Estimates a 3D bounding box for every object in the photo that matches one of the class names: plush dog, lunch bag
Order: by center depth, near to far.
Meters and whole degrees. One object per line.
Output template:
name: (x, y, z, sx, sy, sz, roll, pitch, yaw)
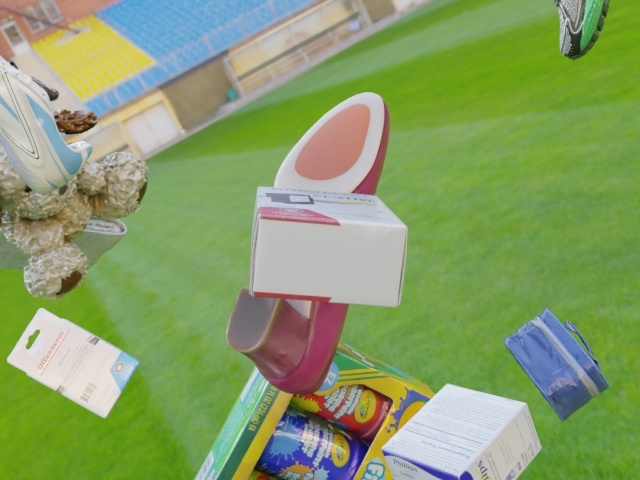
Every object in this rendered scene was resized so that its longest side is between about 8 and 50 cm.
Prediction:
lunch bag: (0.229, 0.115, 0.796, 0.065, 0.067, 0.098, -36, 46, 5)
plush dog: (-0.406, -0.081, 1.192, 0.210, 0.225, 0.262, 25, 65, 19)

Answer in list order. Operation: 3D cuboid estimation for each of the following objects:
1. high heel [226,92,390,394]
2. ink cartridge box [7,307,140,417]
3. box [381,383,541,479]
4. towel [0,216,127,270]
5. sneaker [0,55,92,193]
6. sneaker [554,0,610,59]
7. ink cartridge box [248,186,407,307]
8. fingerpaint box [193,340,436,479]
high heel: (0.010, 0.004, 1.039, 0.127, 0.181, 0.377, 19, 73, 34)
ink cartridge box: (-0.183, 0.091, 0.614, 0.048, 0.083, 0.028, -60, 4, -11)
box: (0.168, 0.248, 0.980, 0.137, 0.072, 0.126, -36, 24, -32)
towel: (-0.508, -0.002, 1.445, 0.282, 0.049, 0.187, 11, -34, -42)
sneaker: (-0.326, -0.156, 0.831, 0.086, 0.237, 0.085, -47, 33, -23)
sneaker: (0.377, -0.456, 1.296, 0.146, 0.344, 0.134, -7, 8, 16)
ink cartridge box: (0.000, 0.000, 0.754, 0.127, 0.072, 0.175, 4, 11, -6)
fingerpaint box: (-0.010, 0.436, 1.687, 0.445, 0.371, 0.163, -61, 15, 2)
